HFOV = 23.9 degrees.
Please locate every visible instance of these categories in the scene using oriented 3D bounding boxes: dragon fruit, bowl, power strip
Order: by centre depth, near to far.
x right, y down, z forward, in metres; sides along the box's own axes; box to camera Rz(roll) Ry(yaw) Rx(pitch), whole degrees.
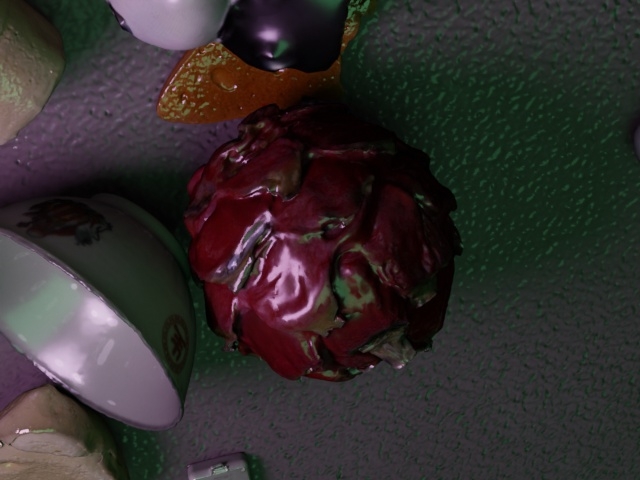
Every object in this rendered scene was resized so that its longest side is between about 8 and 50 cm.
[{"bbox_3d":[-0.002,0.001,1.694,0.329,0.329,0.329,-6,121,-9],"label":"dragon fruit"},{"bbox_3d":[-0.250,0.052,1.725,0.157,0.337,0.337,-51,127,-27],"label":"bowl"},{"bbox_3d":[-0.124,0.368,2.046,0.081,0.035,0.192,-14,123,-5],"label":"power strip"}]

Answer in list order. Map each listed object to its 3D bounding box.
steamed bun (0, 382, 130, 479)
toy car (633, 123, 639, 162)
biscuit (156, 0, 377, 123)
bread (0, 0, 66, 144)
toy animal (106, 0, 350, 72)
[{"bbox_3d":[-0.340,0.246,1.877,0.231,0.110,0.212,4,143,-18],"label":"steamed bun"},{"bbox_3d":[0.434,-0.128,1.843,0.112,0.112,0.139,-31,113,25],"label":"toy car"},{"bbox_3d":[-0.063,-0.211,1.709,0.280,0.043,0.183,-29,116,11],"label":"biscuit"},{"bbox_3d":[-0.350,-0.197,1.589,0.134,0.148,0.141,-34,123,27],"label":"bread"},{"bbox_3d":[-0.087,-0.287,1.545,0.266,0.212,0.213,13,117,-10],"label":"toy animal"}]
